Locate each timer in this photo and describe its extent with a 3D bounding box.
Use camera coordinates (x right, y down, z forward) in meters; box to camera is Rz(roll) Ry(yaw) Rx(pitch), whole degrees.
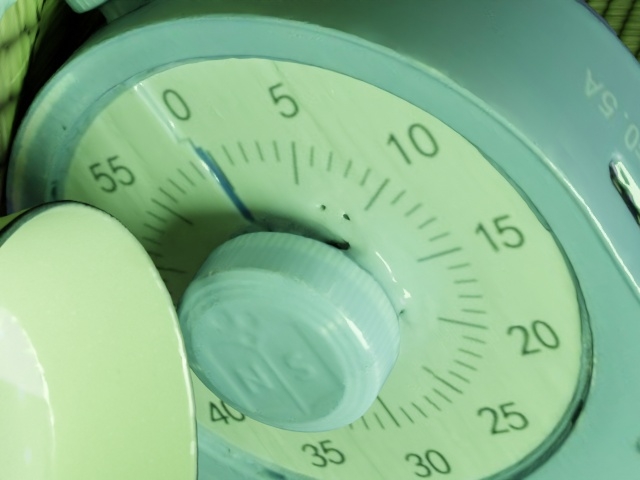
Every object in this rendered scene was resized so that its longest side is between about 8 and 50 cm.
[{"bbox_3d":[0.000,0.000,0.801,0.173,0.395,0.395,-55,169,-43],"label":"timer"}]

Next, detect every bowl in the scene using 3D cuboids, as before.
[{"bbox_3d":[-0.157,0.103,0.678,0.238,0.126,0.237,-3,90,-68],"label":"bowl"}]

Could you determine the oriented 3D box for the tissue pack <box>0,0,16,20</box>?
[{"bbox_3d":[-0.184,-0.031,0.378,0.257,0.081,0.185,-60,172,-21],"label":"tissue pack"}]
